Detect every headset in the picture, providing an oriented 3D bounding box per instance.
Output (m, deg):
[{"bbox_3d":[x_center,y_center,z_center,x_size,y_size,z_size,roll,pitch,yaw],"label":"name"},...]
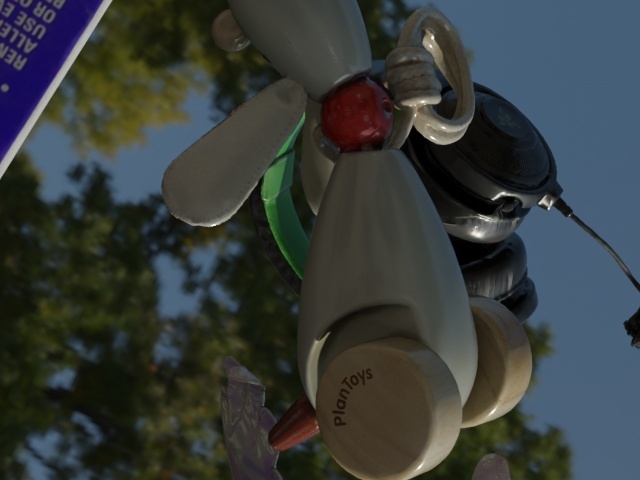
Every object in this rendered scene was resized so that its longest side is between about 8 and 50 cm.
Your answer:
[{"bbox_3d":[0.115,-0.001,1.468,0.394,0.185,0.243,15,-61,18],"label":"headset"}]

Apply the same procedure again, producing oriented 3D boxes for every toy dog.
[{"bbox_3d":[0.000,0.000,1.090,0.161,0.220,0.333,-22,-115,28],"label":"toy dog"}]

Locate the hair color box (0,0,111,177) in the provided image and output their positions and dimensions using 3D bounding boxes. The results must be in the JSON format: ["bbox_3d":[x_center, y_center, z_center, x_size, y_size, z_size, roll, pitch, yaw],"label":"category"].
[{"bbox_3d":[-0.120,-0.055,0.451,0.339,0.110,0.185,-61,-166,-27],"label":"hair color box"}]

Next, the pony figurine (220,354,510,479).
[{"bbox_3d":[-0.003,0.303,1.347,0.303,0.351,0.363,26,-130,29],"label":"pony figurine"}]
